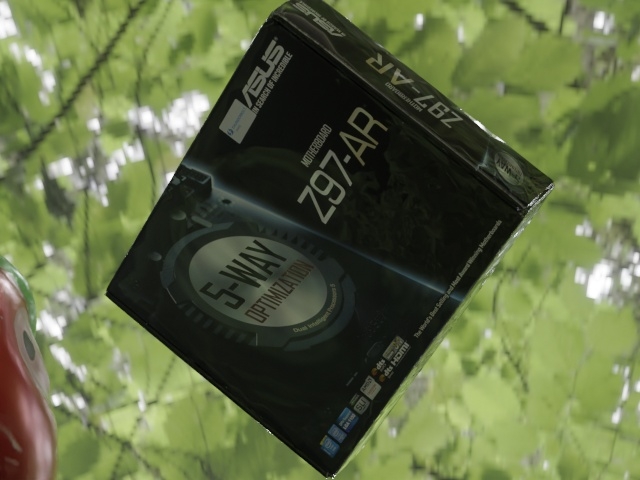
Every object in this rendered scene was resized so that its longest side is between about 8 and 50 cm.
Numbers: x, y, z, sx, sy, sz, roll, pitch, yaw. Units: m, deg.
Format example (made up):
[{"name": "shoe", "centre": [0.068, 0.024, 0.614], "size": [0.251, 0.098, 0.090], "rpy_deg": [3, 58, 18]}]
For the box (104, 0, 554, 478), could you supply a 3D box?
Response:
[{"name": "box", "centre": [0.000, 0.000, 0.406], "size": [0.067, 0.083, 0.018], "rpy_deg": [39, -148, 8]}]

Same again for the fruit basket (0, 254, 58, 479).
[{"name": "fruit basket", "centre": [-0.102, 0.104, 0.561], "size": [0.165, 0.327, 0.353], "rpy_deg": [-10, -95, -6]}]
